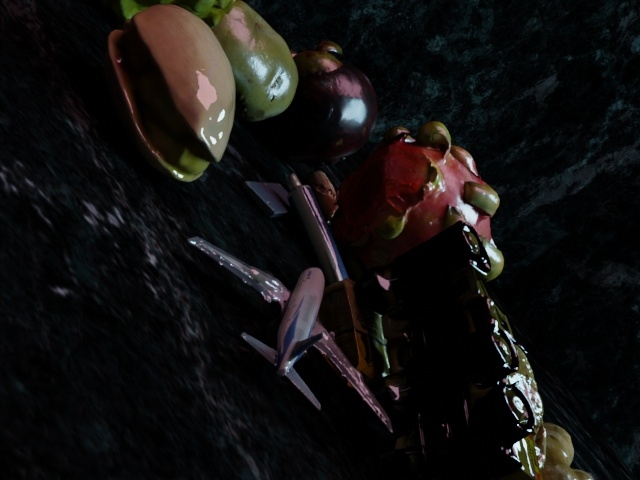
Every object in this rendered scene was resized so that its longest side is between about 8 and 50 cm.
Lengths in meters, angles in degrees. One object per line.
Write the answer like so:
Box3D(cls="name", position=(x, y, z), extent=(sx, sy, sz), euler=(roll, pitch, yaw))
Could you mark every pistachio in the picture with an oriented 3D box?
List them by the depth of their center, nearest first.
Box3D(cls="pistachio", position=(-0.134, -0.141, 0.837), extent=(0.145, 0.117, 0.200), euler=(46, 10, -50))

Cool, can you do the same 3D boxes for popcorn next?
Box3D(cls="popcorn", position=(-0.200, -0.344, 1.136), extent=(0.197, 0.198, 0.155), euler=(29, 51, -64))

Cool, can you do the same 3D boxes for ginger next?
Box3D(cls="ginger", position=(0.244, 0.270, 0.992), extent=(0.148, 0.081, 0.333), euler=(29, 12, -5))

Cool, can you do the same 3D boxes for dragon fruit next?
Box3D(cls="dragon fruit", position=(0.129, -0.017, 1.237), extent=(0.243, 0.227, 0.307), euler=(32, -26, -8))

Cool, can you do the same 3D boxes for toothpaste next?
Box3D(cls="toothpaste", position=(0.000, 0.000, 1.110), extent=(0.197, 0.035, 0.057), euler=(66, 12, 20))

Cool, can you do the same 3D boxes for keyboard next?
Box3D(cls="keyboard", position=(-0.058, -0.053, 1.138), extent=(0.055, 0.014, 0.176), euler=(49, 10, 5))

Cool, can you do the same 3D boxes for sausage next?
Box3D(cls="sausage", position=(0.010, -0.066, 1.442), extent=(0.158, 0.042, 0.036), euler=(-113, -162, -55))

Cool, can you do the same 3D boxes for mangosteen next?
Box3D(cls="mangosteen", position=(-0.005, -0.222, 1.457), extent=(0.210, 0.210, 0.210), euler=(47, 10, -11))

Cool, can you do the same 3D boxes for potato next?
Box3D(cls="potato", position=(-0.122, -0.270, 1.316), extent=(0.200, 0.137, 0.154), euler=(34, 13, -41))

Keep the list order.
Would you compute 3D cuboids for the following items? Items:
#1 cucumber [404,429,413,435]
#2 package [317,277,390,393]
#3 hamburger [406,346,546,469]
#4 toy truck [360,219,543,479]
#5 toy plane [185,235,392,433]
Box3D(cls="cucumber", position=(0.114, 0.226, 0.789), extent=(0.133, 0.032, 0.032), euler=(52, 10, 23))
Box3D(cls="package", position=(0.036, 0.106, 0.846), extent=(0.071, 0.047, 0.131), euler=(34, 38, -52))
Box3D(cls="hamburger", position=(0.152, 0.165, 0.959), extent=(0.183, 0.130, 0.206), euler=(29, 31, -24))
Box3D(cls="toy truck", position=(0.124, 0.108, 0.800), extent=(0.127, 0.127, 0.257), euler=(34, 35, -38))
Box3D(cls="toy plane", position=(-0.019, 0.065, 0.737), extent=(0.226, 0.058, 0.226), euler=(44, 7, -8))
